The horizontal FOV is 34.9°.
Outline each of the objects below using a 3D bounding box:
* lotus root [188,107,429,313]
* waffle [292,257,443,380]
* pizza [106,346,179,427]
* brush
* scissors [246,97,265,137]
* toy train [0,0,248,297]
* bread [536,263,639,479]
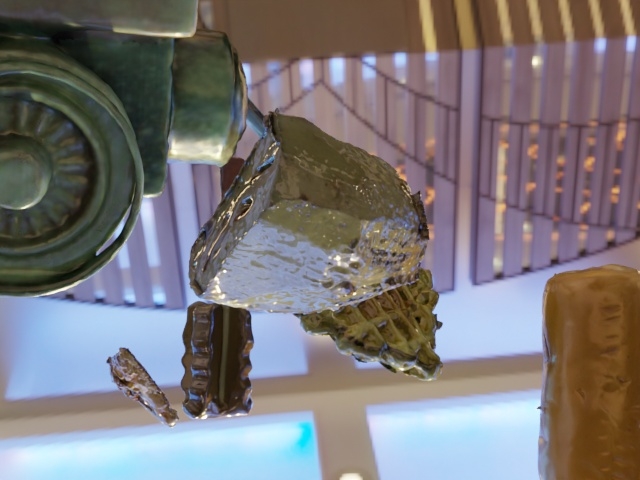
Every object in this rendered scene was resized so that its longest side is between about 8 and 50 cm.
[{"bbox_3d":[0.001,0.002,0.646,0.144,0.143,0.070,12,-137,-16],"label":"lotus root"},{"bbox_3d":[0.044,0.052,1.407,0.297,0.073,0.317,28,-150,-24],"label":"waffle"},{"bbox_3d":[-0.332,0.249,1.807,0.185,0.195,0.052,34,-114,26],"label":"pizza"},{"bbox_3d":[-0.112,0.053,1.169,0.084,0.301,0.071,2,180,-25],"label":"brush"},{"bbox_3d":[-0.118,-0.173,0.974,0.032,0.393,0.180,-46,-147,-3],"label":"scissors"},{"bbox_3d":[-0.169,-0.107,0.353,0.304,0.222,0.150,2,-161,-17],"label":"toy train"},{"bbox_3d":[0.339,0.182,1.261,0.141,0.305,0.091,0,178,16],"label":"bread"}]
